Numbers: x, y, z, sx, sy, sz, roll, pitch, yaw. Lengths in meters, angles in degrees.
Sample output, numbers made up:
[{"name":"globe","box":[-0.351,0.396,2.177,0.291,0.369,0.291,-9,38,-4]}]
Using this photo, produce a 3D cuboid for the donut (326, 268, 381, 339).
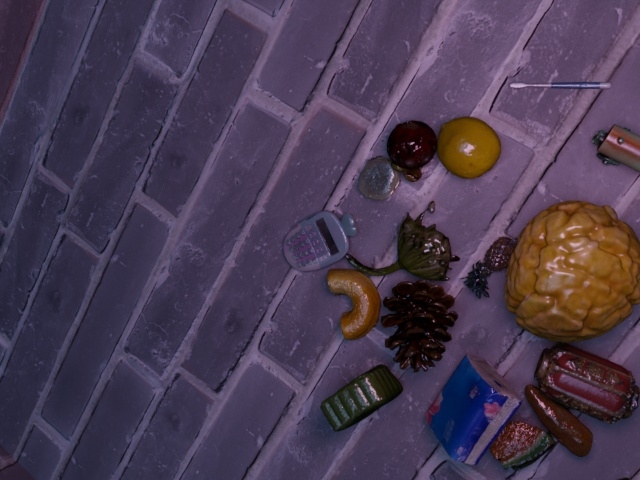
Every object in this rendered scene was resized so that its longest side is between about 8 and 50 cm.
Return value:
[{"name":"donut","box":[0.122,0.203,1.890,0.152,0.101,0.259,-19,84,16]}]

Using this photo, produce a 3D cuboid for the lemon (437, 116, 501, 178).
[{"name":"lemon","box":[0.437,-0.279,1.665,0.203,0.178,0.178,39,108,-4]}]

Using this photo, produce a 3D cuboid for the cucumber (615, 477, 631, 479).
[{"name":"cucumber","box":[0.895,0.759,1.674,0.067,0.035,0.107,43,107,14]}]

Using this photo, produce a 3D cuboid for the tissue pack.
[{"name":"tissue pack","box":[0.461,0.520,1.723,0.270,0.137,0.209,-60,30,17]}]

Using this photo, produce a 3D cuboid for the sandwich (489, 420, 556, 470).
[{"name":"sandwich","box":[0.615,0.616,1.736,0.185,0.109,0.160,-43,67,18]}]

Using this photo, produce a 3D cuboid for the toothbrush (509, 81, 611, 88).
[{"name":"toothbrush","box":[0.699,-0.454,1.636,0.275,0.025,0.019,5,103,18]}]

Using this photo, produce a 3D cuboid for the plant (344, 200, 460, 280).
[{"name":"plant","box":[0.282,0.053,1.818,0.333,0.180,0.251,-33,91,48]}]

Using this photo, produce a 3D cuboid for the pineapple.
[{"name":"pineapple","box":[0.534,0.077,1.718,0.103,0.083,0.221,41,110,13]}]

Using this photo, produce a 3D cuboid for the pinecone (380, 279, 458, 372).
[{"name":"pinecone","box":[0.297,0.261,1.736,0.243,0.309,0.244,10,138,9]}]

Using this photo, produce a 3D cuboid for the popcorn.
[{"name":"popcorn","box":[0.687,0.101,1.514,0.344,0.354,0.390,22,146,18]}]

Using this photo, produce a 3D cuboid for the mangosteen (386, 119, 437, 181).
[{"name":"mangosteen","box":[0.281,-0.281,1.744,0.166,0.166,0.180,21,126,18]}]

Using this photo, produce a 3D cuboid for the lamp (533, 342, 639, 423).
[{"name":"lamp","box":[0.769,0.411,1.620,0.273,0.177,0.177,23,103,20]}]

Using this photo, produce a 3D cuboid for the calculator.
[{"name":"calculator","box":[0.000,0.000,1.939,0.298,0.041,0.186,-28,85,23]}]

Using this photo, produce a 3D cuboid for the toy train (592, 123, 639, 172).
[{"name":"toy train","box":[0.877,-0.221,1.505,0.285,0.177,0.116,34,105,15]}]

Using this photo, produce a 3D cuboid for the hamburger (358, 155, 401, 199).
[{"name":"hamburger","box":[0.195,-0.203,1.833,0.133,0.062,0.140,25,106,20]}]

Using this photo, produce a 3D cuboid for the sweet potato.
[{"name":"sweet potato","box":[0.717,0.539,1.697,0.252,0.097,0.097,48,109,16]}]

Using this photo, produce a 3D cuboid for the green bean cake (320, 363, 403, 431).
[{"name":"green bean cake","box":[0.140,0.510,1.833,0.222,0.248,0.125,-40,69,20]}]
